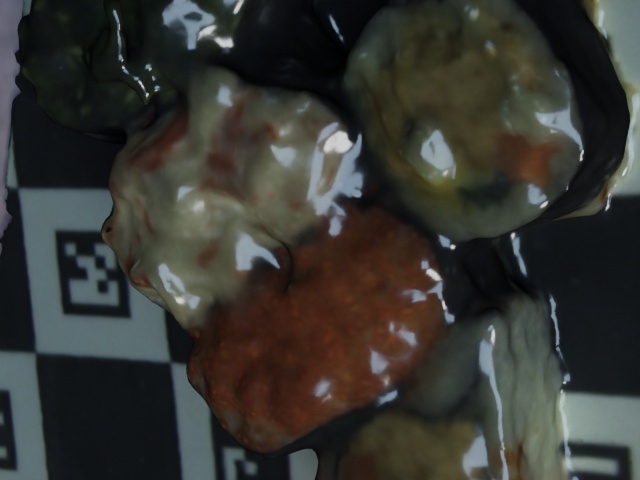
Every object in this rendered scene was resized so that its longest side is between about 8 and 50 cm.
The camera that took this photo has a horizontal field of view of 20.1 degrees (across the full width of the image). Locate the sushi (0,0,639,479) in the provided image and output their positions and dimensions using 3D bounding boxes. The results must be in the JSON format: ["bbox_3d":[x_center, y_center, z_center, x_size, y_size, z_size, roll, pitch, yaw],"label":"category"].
[{"bbox_3d":[0.000,0.000,0.554,0.320,0.069,0.339,20,111,28],"label":"sushi"}]
